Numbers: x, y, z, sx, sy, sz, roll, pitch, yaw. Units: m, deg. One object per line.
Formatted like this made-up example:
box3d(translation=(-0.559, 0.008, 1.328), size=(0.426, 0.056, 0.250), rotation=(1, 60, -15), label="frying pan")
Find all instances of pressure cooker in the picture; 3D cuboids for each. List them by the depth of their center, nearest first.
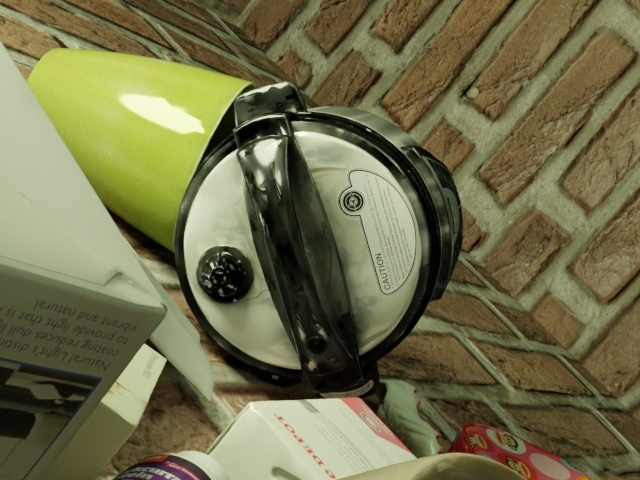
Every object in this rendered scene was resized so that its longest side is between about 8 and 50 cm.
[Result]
box3d(translation=(-0.005, 0.003, 1.624), size=(0.369, 0.376, 0.420), rotation=(32, 12, 5), label="pressure cooker")

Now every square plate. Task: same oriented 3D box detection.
box3d(translation=(-0.258, -0.003, 1.359), size=(0.347, 0.049, 0.344), rotation=(47, -8, 33), label="square plate")

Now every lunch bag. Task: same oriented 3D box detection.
box3d(translation=(0.276, 0.379, 1.642), size=(0.258, 0.120, 0.293), rotation=(24, 18, -12), label="lunch bag")

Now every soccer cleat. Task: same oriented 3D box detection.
box3d(translation=(0.123, 0.276, 1.737), size=(0.076, 0.068, 0.196), rotation=(10, 27, -19), label="soccer cleat")

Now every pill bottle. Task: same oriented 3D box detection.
box3d(translation=(-0.145, 0.248, 1.022), size=(0.108, 0.108, 0.193), rotation=(41, 14, 7), label="pill bottle")

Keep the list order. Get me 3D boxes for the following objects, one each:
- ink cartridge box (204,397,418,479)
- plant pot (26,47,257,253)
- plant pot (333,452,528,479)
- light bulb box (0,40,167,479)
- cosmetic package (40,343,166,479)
box3d(translation=(0.016, 0.284, 1.301), size=(0.207, 0.117, 0.283), rotation=(46, 15, 23), label="ink cartridge box")
box3d(translation=(-0.283, -0.162, 1.722), size=(0.293, 0.275, 0.275), rotation=(24, 13, 5), label="plant pot")
box3d(translation=(0.037, 0.291, 0.793), size=(0.323, 0.280, 0.323), rotation=(25, 43, -26), label="plant pot")
box3d(translation=(-0.331, 0.039, 0.673), size=(0.225, 0.361, 0.358), rotation=(22, 22, -46), label="light bulb box")
box3d(translation=(-0.299, 0.080, 1.020), size=(0.309, 0.113, 0.160), rotation=(36, 14, -9), label="cosmetic package")
